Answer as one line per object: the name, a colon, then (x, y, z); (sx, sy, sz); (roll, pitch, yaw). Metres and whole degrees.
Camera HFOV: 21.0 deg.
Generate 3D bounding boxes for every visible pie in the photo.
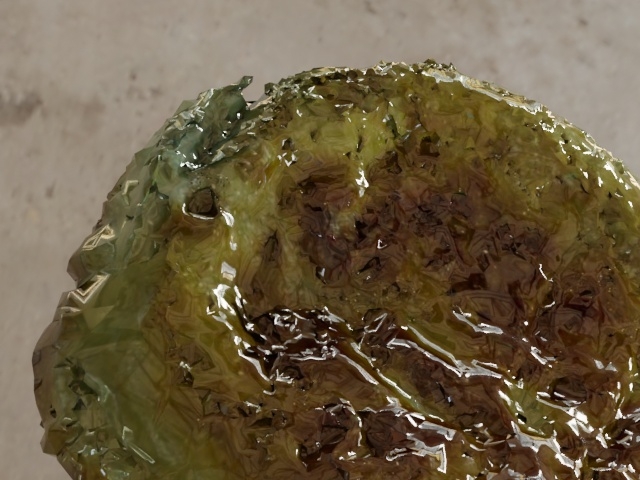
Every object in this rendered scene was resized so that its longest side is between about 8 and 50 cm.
pie: (0.057, 0.059, 0.735); (0.355, 0.103, 0.288); (3, 52, -22)
